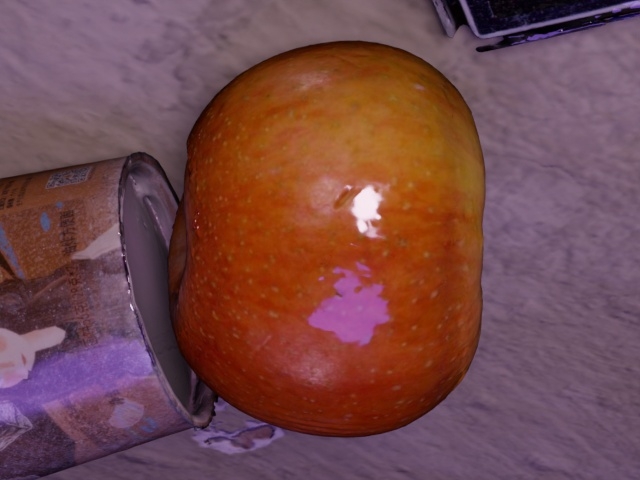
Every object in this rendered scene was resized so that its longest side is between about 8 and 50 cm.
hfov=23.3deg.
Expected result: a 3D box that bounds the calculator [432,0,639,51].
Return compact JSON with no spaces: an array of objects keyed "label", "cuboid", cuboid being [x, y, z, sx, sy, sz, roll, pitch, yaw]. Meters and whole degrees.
[{"label":"calculator","cuboid":[0.104,-0.196,0.741,0.166,0.028,0.274,-13,141,17]}]

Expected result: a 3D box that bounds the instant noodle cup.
[{"label":"instant noodle cup","cuboid":[-0.183,0.053,0.943,0.207,0.217,0.217,-15,141,10]}]

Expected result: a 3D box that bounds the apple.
[{"label":"apple","cuboid":[0.000,0.000,0.858,0.173,0.210,0.234,-1,124,-2]}]
